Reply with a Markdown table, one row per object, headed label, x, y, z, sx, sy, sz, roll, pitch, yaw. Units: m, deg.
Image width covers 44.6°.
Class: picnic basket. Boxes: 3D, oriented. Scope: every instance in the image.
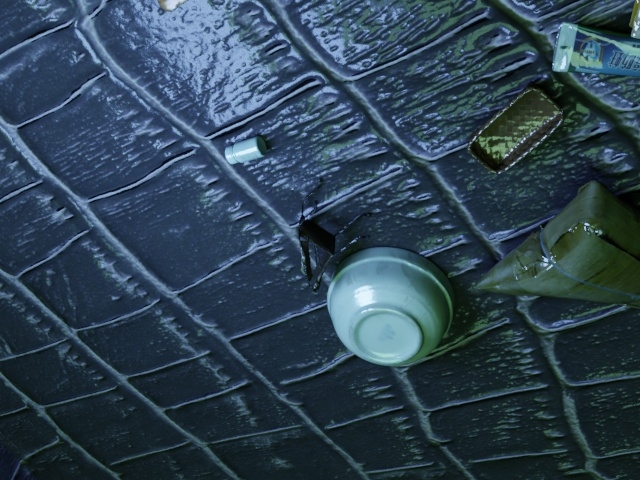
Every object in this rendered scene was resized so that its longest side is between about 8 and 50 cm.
| label | x | y | z | sx | sy | sz | roll | pitch | yaw |
| --- | --- | --- | --- | --- | --- | --- | --- | --- | --- |
| picnic basket | 0.384 | -0.222 | 1.540 | 0.110 | 0.054 | 0.193 | 39 | 126 | -13 |

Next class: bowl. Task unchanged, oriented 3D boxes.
| label | x | y | z | sx | sy | sz | roll | pitch | yaw |
| --- | --- | --- | --- | --- | --- | --- | --- | --- | --- |
| bowl | 0.159 | 0.176 | 1.834 | 0.308 | 0.163 | 0.307 | 6 | 124 | 8 |

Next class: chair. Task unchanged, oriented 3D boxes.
| label | x | y | z | sx | sy | sz | roll | pitch | yaw |
| --- | --- | --- | --- | --- | --- | --- | --- | --- | --- |
| chair | 0.000 | 0.000 | 1.742 | 0.149 | 0.174 | 0.213 | 29 | 116 | -12 |

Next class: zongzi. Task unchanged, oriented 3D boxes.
| label | x | y | z | sx | sy | sz | roll | pitch | yaw |
| --- | --- | --- | --- | --- | --- | --- | --- | --- | --- |
| zongzi | 0.577 | 0.083 | 1.656 | 0.356 | 0.174 | 0.393 | 28 | 137 | -14 |

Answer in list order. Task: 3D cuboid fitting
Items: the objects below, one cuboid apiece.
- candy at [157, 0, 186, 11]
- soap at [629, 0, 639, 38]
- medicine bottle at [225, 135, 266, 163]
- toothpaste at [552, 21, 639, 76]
| label | x | y | z | sx | sy | sz | roll | pitch | yaw |
| --- | --- | --- | --- | --- | --- | --- | --- | --- | --- |
| candy | -0.316 | -0.562 | 1.451 | 0.143 | 0.101 | 0.271 | -14 | 126 | 31 |
| soap | 0.614 | -0.451 | 1.299 | 0.140 | 0.073 | 0.231 | 11 | 129 | 12 |
| medicine bottle | -0.163 | -0.197 | 1.708 | 0.083 | 0.047 | 0.047 | -13 | 121 | 24 |
| toothpaste | 0.621 | -0.327 | 1.397 | 0.393 | 0.061 | 0.098 | 8 | 130 | 11 |
